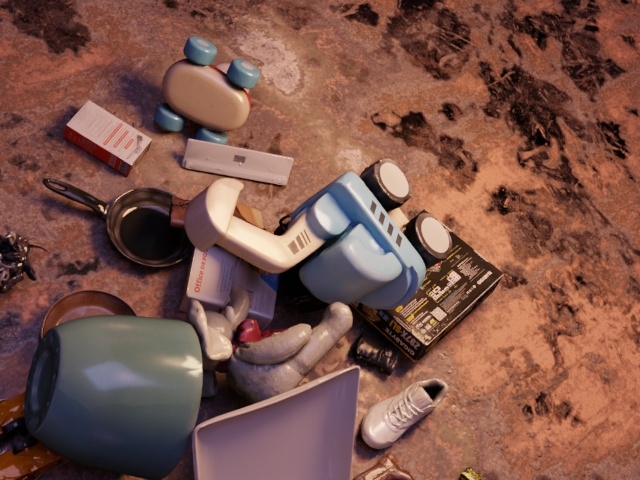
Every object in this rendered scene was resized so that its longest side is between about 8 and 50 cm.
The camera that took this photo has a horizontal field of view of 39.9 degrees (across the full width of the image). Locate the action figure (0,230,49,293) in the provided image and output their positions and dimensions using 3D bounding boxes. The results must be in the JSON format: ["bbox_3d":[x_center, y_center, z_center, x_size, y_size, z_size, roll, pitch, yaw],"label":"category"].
[{"bbox_3d":[-0.653,0.044,1.683,0.275,0.141,0.164,-34,68,-33],"label":"action figure"}]

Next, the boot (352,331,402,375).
[{"bbox_3d":[0.131,0.237,1.972,0.099,0.045,0.121,28,53,1],"label":"boot"}]

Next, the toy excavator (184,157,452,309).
[{"bbox_3d":[0.000,0.000,1.719,0.433,0.222,0.445,51,41,-7],"label":"toy excavator"}]

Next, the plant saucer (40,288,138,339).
[{"bbox_3d":[-0.453,0.193,1.746,0.198,0.036,0.199,11,59,-19],"label":"plant saucer"}]

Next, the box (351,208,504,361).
[{"bbox_3d":[0.232,0.095,2.042,0.257,0.079,0.322,40,52,18],"label":"box"}]

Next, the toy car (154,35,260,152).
[{"bbox_3d":[-0.252,-0.366,2.088,0.210,0.219,0.238,27,26,-6],"label":"toy car"}]

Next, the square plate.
[{"bbox_3d":[-0.087,0.410,1.637,0.347,0.344,0.049,-16,35,-30],"label":"square plate"}]

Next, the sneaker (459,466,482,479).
[{"bbox_3d":[0.342,0.523,1.905,0.083,0.031,0.035,42,54,3],"label":"sneaker"}]

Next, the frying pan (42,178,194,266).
[{"bbox_3d":[-0.422,-0.028,1.874,0.326,0.053,0.197,2,60,-22],"label":"frying pan"}]

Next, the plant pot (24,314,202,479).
[{"bbox_3d":[-0.378,0.261,1.552,0.235,0.293,0.293,16,56,-31],"label":"plant pot"}]

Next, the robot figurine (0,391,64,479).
[{"bbox_3d":[-0.607,0.388,1.538,0.291,0.085,0.211,-23,73,-33],"label":"robot figurine"}]

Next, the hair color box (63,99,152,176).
[{"bbox_3d":[-0.474,-0.228,1.967,0.167,0.053,0.093,32,53,-2],"label":"hair color box"}]

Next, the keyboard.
[{"bbox_3d":[-0.191,-0.182,2.057,0.256,0.072,0.014,9,20,-19],"label":"keyboard"}]

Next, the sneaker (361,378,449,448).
[{"bbox_3d":[0.182,0.355,1.879,0.232,0.115,0.090,-32,78,-34],"label":"sneaker"}]

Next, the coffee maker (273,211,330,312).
[{"bbox_3d":[-0.041,0.055,1.928,0.171,0.120,0.178,31,38,-60],"label":"coffee maker"}]

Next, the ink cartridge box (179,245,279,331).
[{"bbox_3d":[-0.192,0.099,1.884,0.190,0.082,0.140,16,57,-13],"label":"ink cartridge box"}]

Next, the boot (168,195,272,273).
[{"bbox_3d":[-0.214,-0.013,1.852,0.206,0.090,0.248,8,26,-17],"label":"boot"}]

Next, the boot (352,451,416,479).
[{"bbox_3d":[0.134,0.507,1.820,0.114,0.037,0.106,-28,63,-36],"label":"boot"}]

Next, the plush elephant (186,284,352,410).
[{"bbox_3d":[-0.153,0.209,1.722,0.255,0.272,0.330,43,55,3],"label":"plush elephant"}]
